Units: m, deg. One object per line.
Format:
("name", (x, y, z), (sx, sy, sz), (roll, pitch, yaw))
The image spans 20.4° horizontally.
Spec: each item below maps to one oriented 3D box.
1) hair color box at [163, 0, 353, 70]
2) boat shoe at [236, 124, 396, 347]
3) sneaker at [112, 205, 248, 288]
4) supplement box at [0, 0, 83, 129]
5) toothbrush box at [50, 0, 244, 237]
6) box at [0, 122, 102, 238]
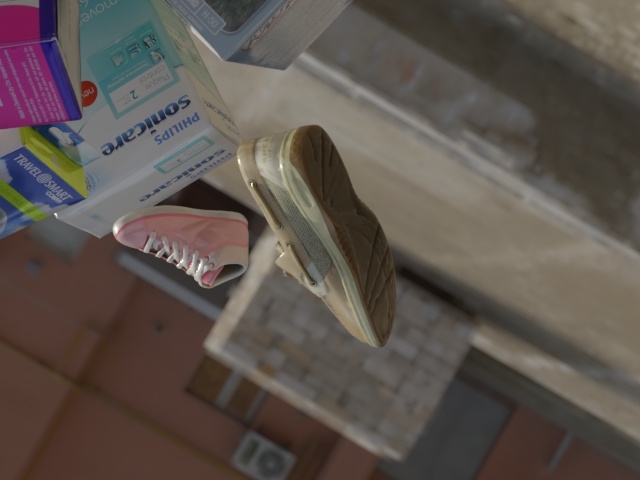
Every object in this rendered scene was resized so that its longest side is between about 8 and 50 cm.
("hair color box", (-0.082, -0.255, 1.569), (0.185, 0.113, 0.374), (46, -173, 1))
("boat shoe", (0.000, 0.000, 1.983), (0.098, 0.109, 0.302), (-6, 132, 26))
("sneaker", (-0.130, 0.008, 1.709), (0.134, 0.070, 0.051), (2, 148, -20))
("supplement box", (-0.295, -0.150, 1.331), (0.220, 0.111, 0.114), (-6, 151, 1))
("toothbrush box", (-0.253, -0.186, 2.087), (0.296, 0.216, 0.126), (63, -169, 17))
("box", (-0.292, -0.047, 1.578), (0.109, 0.178, 0.042), (44, -154, -54))
